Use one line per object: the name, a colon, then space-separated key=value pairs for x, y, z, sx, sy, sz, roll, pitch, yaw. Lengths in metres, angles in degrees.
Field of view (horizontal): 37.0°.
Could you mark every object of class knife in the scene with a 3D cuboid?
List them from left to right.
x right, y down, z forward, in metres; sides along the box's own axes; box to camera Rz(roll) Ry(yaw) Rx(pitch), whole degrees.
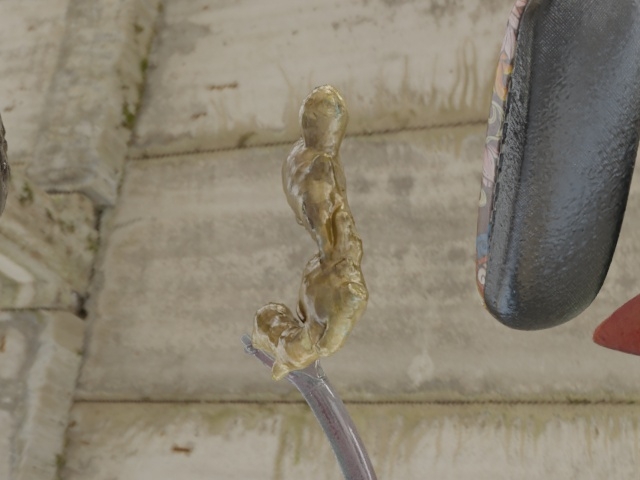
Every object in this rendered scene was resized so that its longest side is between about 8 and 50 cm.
knife: x=0.005 y=0.221 z=1.152 sx=0.053 sy=0.123 sz=0.278 roll=-39 pitch=-106 yaw=32

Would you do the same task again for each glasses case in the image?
glasses case: x=0.204 y=-0.068 z=0.818 sx=0.122 sy=0.321 sz=0.082 roll=-9 pitch=-153 yaw=-23

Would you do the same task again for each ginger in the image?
ginger: x=0.000 y=0.000 z=0.682 sx=0.176 sy=0.052 sz=0.193 roll=50 pitch=-55 yaw=54

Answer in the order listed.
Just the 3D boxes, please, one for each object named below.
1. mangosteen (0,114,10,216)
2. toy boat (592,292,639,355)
mangosteen: x=-0.408 y=-0.085 z=0.915 sx=0.216 sy=0.216 sz=0.216 roll=-10 pitch=-119 yaw=19
toy boat: x=0.469 y=0.056 z=0.965 sx=0.392 sy=0.079 sz=0.136 roll=-22 pitch=-115 yaw=37
